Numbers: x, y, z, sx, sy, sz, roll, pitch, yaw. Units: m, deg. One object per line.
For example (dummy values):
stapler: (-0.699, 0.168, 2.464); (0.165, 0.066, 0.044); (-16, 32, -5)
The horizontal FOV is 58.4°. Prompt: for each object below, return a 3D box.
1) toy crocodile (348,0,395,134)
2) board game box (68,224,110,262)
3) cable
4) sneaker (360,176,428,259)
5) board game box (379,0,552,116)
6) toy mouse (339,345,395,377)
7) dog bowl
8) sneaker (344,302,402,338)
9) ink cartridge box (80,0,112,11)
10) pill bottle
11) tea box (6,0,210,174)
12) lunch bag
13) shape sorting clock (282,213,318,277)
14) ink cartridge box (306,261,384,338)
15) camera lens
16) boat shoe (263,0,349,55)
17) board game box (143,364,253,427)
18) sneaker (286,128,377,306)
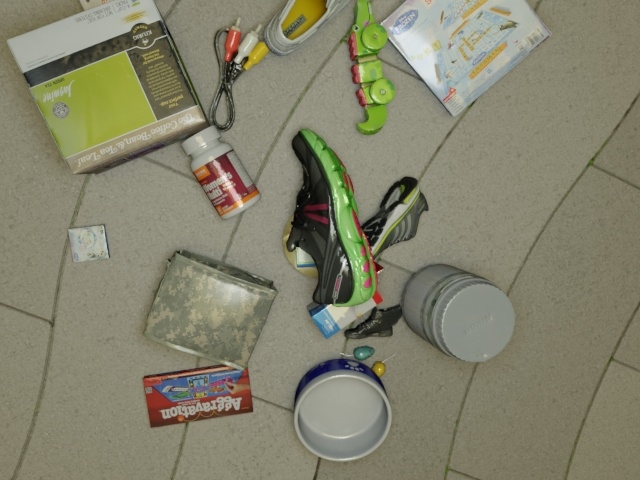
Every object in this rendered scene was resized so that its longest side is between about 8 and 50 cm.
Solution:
toy crocodile: (0.122, -0.448, 1.489); (0.105, 0.115, 0.340); (-10, 98, -6)
board game box: (-0.603, 0.008, 1.494); (0.090, 0.020, 0.090); (-7, 98, -7)
cable: (-0.235, -0.427, 1.463); (0.140, 0.072, 0.287); (24, 92, -13)
sneaker: (0.193, -0.023, 1.548); (0.121, 0.111, 0.300); (41, 85, -29)
board game box: (0.372, -0.549, 1.498); (0.319, 0.066, 0.318); (-40, 101, 14)
toy mouse: (0.115, 0.356, 1.629); (0.143, 0.031, 0.161); (35, 91, -10)
dog bowl: (0.058, 0.465, 1.578); (0.265, 0.104, 0.264); (-1, 105, -3)
sneaker: (0.149, 0.226, 1.611); (0.170, 0.051, 0.089); (-1, 97, -12)
ink cartridge box: (-0.503, -0.622, 1.409); (0.181, 0.061, 0.104); (-24, 99, -5)
pill bottle: (-0.256, -0.173, 1.468); (0.121, 0.121, 0.221); (-31, 100, -3)
tea box: (-0.480, -0.361, 1.365); (0.329, 0.220, 0.323); (-22, 98, -4)
lunch bag: (-0.290, 0.173, 1.483); (0.287, 0.169, 0.235); (22, 94, -14)
shape sorting clock: (0.000, 0.000, 1.565); (0.206, 0.040, 0.206); (0, 93, -8)
ink cartridge box: (0.082, 0.157, 1.548); (0.231, 0.134, 0.078); (-34, 99, -2)
camera lens: (0.353, 0.185, 1.512); (0.220, 0.274, 0.219); (-1, 96, -12)
boat shoe: (0.008, -0.616, 1.410); (0.367, 0.156, 0.136); (-48, 110, -11)
board game box: (-0.334, 0.424, 1.579); (0.282, 0.027, 0.144); (-7, 99, -7)
sneaker: (-0.007, -0.062, 1.443); (0.202, 0.185, 0.482); (-18, 75, 13)
